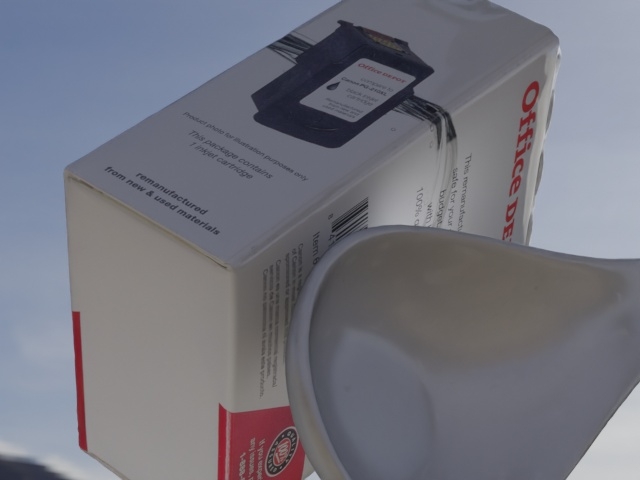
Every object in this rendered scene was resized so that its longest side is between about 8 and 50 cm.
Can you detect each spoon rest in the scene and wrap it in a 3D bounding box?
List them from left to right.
[{"bbox_3d":[0.086,0.048,0.732,0.084,0.137,0.276,-28,-8,38],"label":"spoon rest"}]

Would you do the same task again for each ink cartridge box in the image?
[{"bbox_3d":[0.000,0.000,0.797,0.100,0.237,0.172,30,-44,28],"label":"ink cartridge box"}]
